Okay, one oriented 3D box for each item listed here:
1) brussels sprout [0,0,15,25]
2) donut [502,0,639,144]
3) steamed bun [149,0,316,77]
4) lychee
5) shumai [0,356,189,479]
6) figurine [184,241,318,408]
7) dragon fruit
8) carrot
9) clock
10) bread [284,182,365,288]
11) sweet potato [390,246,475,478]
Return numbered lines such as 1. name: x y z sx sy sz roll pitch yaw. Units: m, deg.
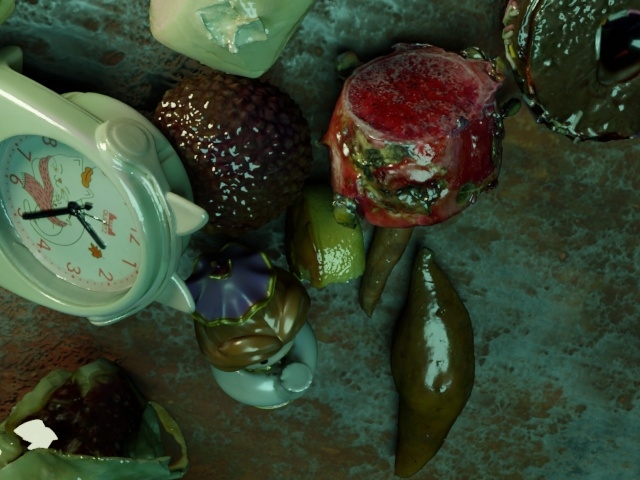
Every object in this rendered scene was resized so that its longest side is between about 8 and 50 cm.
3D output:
1. brussels sprout: -0.413 -0.256 1.353 0.181 0.144 0.161 -33 85 -14
2. donut: 0.331 -0.239 1.506 0.270 0.103 0.269 -7 118 -13
3. steamed bun: -0.073 -0.285 1.390 0.170 0.152 0.238 24 115 -22
4. lychee: -0.091 -0.101 1.483 0.188 0.188 0.188 -4 120 -8
5. shumai: -0.300 0.323 1.636 0.395 0.395 0.348 12 96 -17
6. figurine: -0.080 0.108 1.578 0.142 0.189 0.263 -45 155 -16
7. dragon fruit: 0.109 -0.136 1.492 0.282 0.211 0.147 -35 130 -20
8. carrot: 0.082 0.006 1.650 0.057 0.057 0.224 9 122 -15
9. clock: -0.259 -0.041 1.428 0.324 0.108 0.265 25 127 16
10. bread: -0.002 -0.010 1.573 0.086 0.156 0.125 -8 94 -9
11. sweet potato: 0.146 0.169 1.718 0.112 0.112 0.359 -7 117 -6
